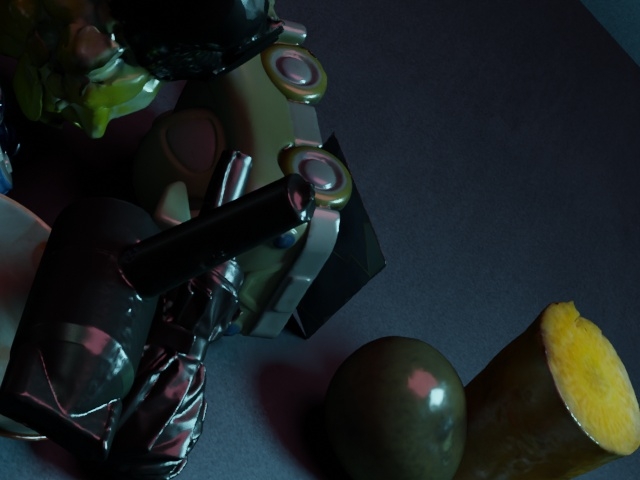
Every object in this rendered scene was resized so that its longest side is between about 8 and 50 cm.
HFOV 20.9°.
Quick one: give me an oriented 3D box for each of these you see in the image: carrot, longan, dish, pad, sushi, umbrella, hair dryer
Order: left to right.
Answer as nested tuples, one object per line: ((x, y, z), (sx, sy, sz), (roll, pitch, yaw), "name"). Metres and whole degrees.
((-0.318, 0.079, 1.580), (0.260, 0.085, 0.260), (34, 38, -32), "dish")
((-0.212, -0.284, 1.728), (0.328, 0.285, 0.329), (-66, 135, -83), "sushi")
((-0.135, 0.044, 1.490), (0.116, 0.302, 0.244), (46, 33, -30), "hair dryer")
((-0.134, 0.072, 1.678), (0.118, 0.118, 0.340), (25, 75, -37), "umbrella")
((0.000, 0.000, 1.975), (0.004, 0.243, 0.164), (-13, 72, -28), "pad")
((0.085, 0.201, 1.938), (0.167, 0.167, 0.187), (-8, 81, -58), "longan")
((0.225, 0.213, 2.022), (0.196, 0.254, 0.196), (32, 38, -30), "carrot")

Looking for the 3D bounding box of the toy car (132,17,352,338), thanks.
((-0.121, -0.076, 1.904), (0.226, 0.242, 0.336), (7, 48, -24), "toy car")

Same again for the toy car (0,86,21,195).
((-0.396, -0.169, 1.679), (0.198, 0.166, 0.314), (115, -43, -84), "toy car")
